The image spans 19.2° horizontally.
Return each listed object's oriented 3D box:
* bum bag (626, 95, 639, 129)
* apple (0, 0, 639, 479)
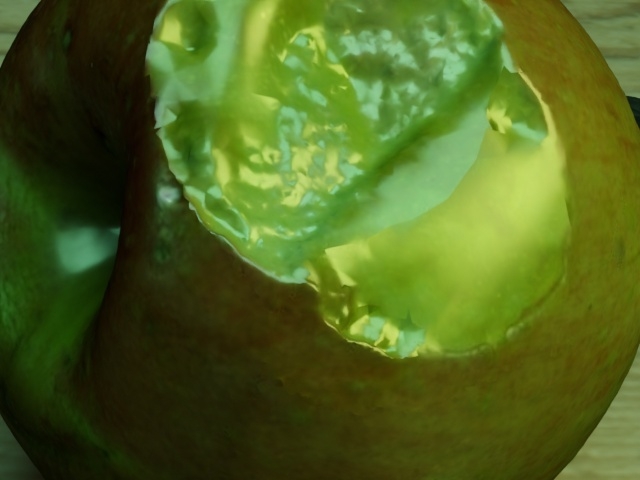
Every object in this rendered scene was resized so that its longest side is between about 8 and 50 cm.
[{"bbox_3d":[0.123,-0.040,1.197,0.310,0.074,0.137,-27,38,-37],"label":"bum bag"},{"bbox_3d":[0.000,0.000,0.913,0.339,0.339,0.339,4,37,-3],"label":"apple"}]
